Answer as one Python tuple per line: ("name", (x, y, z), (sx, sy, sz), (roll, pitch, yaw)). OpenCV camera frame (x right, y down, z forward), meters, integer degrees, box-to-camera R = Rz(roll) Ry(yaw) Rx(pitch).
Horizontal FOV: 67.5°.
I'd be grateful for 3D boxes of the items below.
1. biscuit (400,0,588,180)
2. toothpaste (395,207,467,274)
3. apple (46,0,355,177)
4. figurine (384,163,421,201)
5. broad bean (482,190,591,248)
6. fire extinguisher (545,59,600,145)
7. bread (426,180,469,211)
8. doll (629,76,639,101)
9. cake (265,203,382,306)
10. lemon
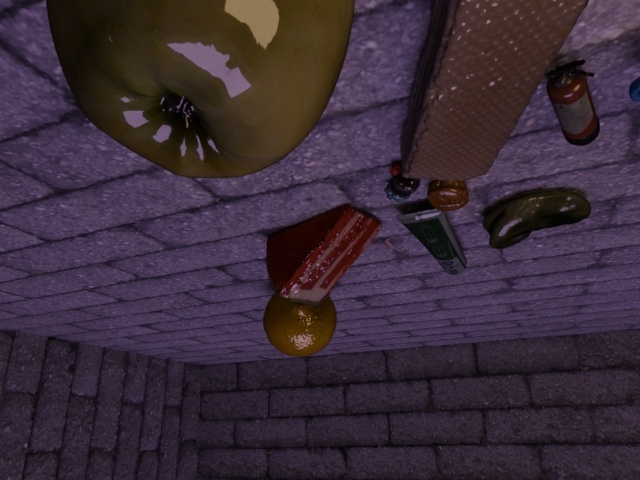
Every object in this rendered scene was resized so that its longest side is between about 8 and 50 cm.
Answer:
("biscuit", (0.186, -0.202, 0.573), (0.144, 0.079, 0.426), (0, 157, 0))
("toothpaste", (0.285, 0.009, 1.133), (0.098, 0.061, 0.392), (-11, 153, 25))
("apple", (-0.095, -0.187, 0.401), (0.262, 0.262, 0.262), (-1, 158, 0))
("figurine", (0.144, -0.102, 0.872), (0.060, 0.047, 0.106), (36, 165, 4))
("broad bean", (0.443, -0.051, 0.994), (0.206, 0.072, 0.153), (-22, 155, 17))
("fire extinguisher", (0.344, -0.189, 0.649), (0.062, 0.050, 0.177), (15, 173, 39))
("bread", (0.241, -0.086, 0.906), (0.081, 0.046, 0.083), (2, 159, -2))
("doll", (0.558, -0.178, 0.568), (0.362, 0.145, 0.199), (2, 150, 6))
("cake", (0.000, 0.000, 1.108), (0.158, 0.160, 0.262), (22, 114, -44))
("lemon", (-0.060, 0.244, 1.481), (0.228, 0.229, 0.253), (7, 156, -20))
